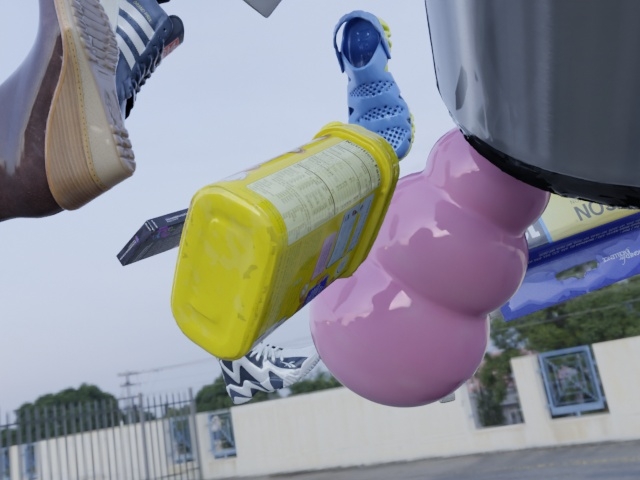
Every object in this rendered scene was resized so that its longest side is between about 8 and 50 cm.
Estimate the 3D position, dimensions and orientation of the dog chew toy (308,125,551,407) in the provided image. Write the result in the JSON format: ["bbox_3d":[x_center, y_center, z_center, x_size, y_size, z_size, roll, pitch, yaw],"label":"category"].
[{"bbox_3d":[0.124,0.019,0.678,0.206,0.206,0.332,5,-58,-45],"label":"dog chew toy"}]

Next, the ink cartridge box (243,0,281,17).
[{"bbox_3d":[-0.042,-0.554,1.066,0.121,0.289,0.211,35,-42,-18],"label":"ink cartridge box"}]

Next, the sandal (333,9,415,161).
[{"bbox_3d":[0.088,-0.292,1.154,0.126,0.318,0.138,-18,-12,15],"label":"sandal"}]

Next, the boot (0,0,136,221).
[{"bbox_3d":[-0.301,-0.139,0.609,0.206,0.249,0.090,-16,-9,9],"label":"boot"}]

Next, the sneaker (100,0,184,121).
[{"bbox_3d":[-0.314,-0.328,1.090,0.148,0.350,0.131,5,-16,-21],"label":"sneaker"}]

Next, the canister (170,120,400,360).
[{"bbox_3d":[-0.020,-0.005,0.437,0.170,0.073,0.126,-35,-30,-54],"label":"canister"}]

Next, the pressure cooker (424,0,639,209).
[{"bbox_3d":[0.226,-0.272,0.388,0.375,0.370,0.420,-2,-43,17],"label":"pressure cooker"}]

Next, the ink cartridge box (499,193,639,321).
[{"bbox_3d":[0.385,-0.059,1.047,0.303,0.307,0.072,-19,-22,-6],"label":"ink cartridge box"}]

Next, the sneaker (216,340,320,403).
[{"bbox_3d":[-0.123,0.239,1.328,0.235,0.153,0.094,-26,8,26],"label":"sneaker"}]

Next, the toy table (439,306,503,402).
[{"bbox_3d":[0.175,0.140,1.095,0.252,0.274,0.161,-24,-3,-5],"label":"toy table"}]

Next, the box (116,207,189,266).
[{"bbox_3d":[-0.294,-0.013,1.175,0.116,0.029,0.162,-42,-7,30],"label":"box"}]
